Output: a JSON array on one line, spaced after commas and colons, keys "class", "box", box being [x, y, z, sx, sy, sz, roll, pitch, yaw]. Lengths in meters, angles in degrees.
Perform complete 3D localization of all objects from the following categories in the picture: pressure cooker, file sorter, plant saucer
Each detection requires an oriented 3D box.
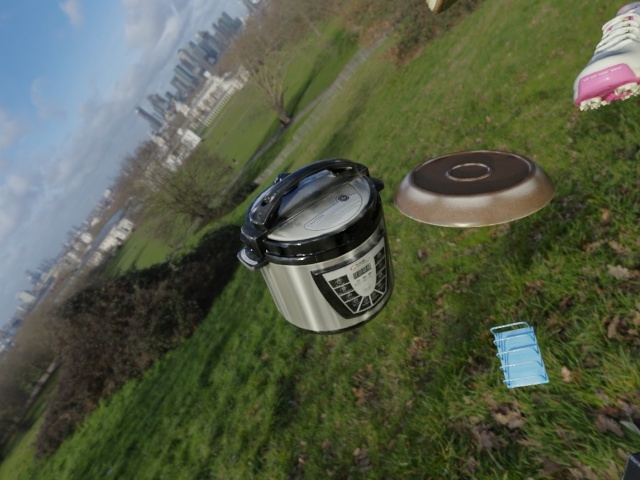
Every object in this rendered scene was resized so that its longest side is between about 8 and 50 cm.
[{"class": "pressure cooker", "box": [-0.005, -0.001, 1.124, 0.375, 0.420, 0.370, -5, 37, 15]}, {"class": "file sorter", "box": [0.601, 0.346, 1.279, 0.118, 0.104, 0.170, -20, 55, 27]}, {"class": "plant saucer", "box": [0.304, -0.122, 0.858, 0.310, 0.050, 0.310, -10, 30, 6]}]

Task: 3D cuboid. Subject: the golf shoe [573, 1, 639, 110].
[{"class": "golf shoe", "box": [0.456, -0.283, 0.637, 0.306, 0.140, 0.115, -24, 8, -39]}]

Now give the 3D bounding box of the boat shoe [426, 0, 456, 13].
[{"class": "boat shoe", "box": [0.146, -0.330, 0.425, 0.068, 0.072, 0.190, -41, -9, -24]}]

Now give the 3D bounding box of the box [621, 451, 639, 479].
[{"class": "box", "box": [0.734, 0.480, 0.642, 0.312, 0.179, 0.343, -12, 24, -10]}]
